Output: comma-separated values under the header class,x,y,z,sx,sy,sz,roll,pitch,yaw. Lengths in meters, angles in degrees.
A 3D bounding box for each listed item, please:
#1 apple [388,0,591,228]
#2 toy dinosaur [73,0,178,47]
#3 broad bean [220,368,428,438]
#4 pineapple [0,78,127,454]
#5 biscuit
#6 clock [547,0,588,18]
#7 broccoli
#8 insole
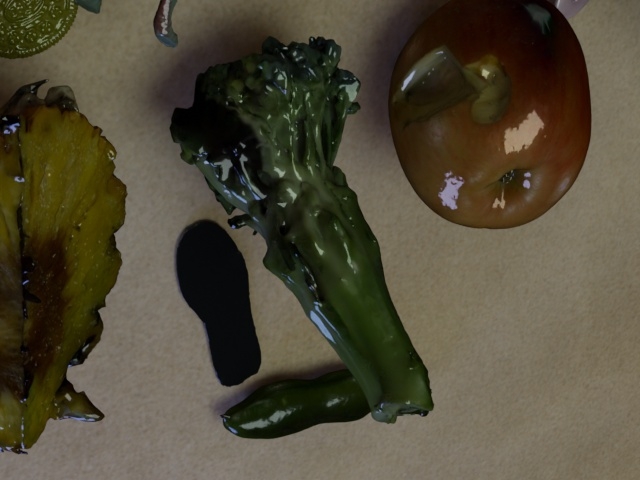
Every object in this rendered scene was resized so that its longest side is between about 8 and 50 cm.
class,x,y,z,sx,sy,sz,roll,pitch,yaw
apple,0.140,-0.103,1.129,0.199,0.199,0.199,-18,126,-25
toy dinosaur,-0.112,-0.215,0.905,0.242,0.053,0.167,-8,114,-65
broad bean,0.015,0.152,1.303,0.255,0.046,0.065,-2,131,-35
pineapple,-0.232,0.003,0.998,0.161,0.158,0.334,-59,155,-48
biscuit,-0.210,-0.168,0.957,0.084,0.023,0.084,-19,127,-27
clock,0.216,-0.331,1.115,0.275,0.080,0.290,4,114,-36
broccoli,0.005,-0.003,1.042,0.145,0.304,0.165,-25,173,3
insole,-0.087,0.058,1.199,0.064,0.004,0.188,-27,130,-18
